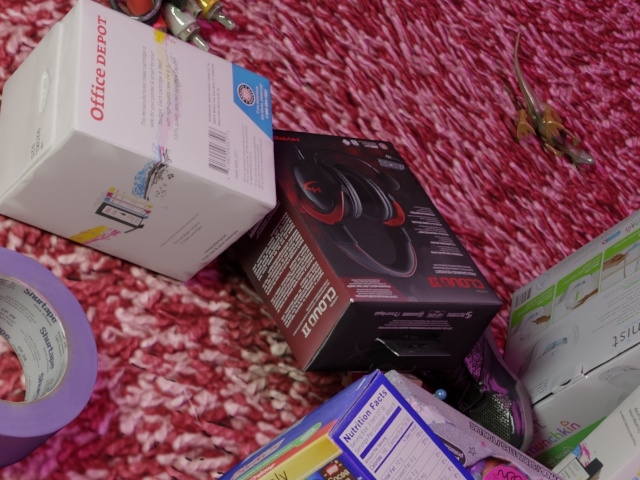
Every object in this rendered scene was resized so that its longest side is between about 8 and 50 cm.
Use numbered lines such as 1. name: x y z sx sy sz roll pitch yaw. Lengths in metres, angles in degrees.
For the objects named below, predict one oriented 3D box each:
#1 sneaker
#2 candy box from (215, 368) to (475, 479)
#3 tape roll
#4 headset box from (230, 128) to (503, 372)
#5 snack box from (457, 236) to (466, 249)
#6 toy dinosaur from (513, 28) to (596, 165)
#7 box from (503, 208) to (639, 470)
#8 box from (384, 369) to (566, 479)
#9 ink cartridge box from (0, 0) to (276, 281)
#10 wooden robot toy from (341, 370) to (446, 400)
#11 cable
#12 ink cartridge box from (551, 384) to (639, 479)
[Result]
1. sneaker: 0.153 0.150 1.851 0.130 0.087 0.228 0 59 -41
2. candy box: 0.047 0.317 1.483 0.317 0.268 0.122 49 36 -3
3. tape roll: -0.299 0.103 1.459 0.189 0.080 0.189 25 46 -30
4. headset box: 0.038 0.020 1.732 0.218 0.110 0.293 3 42 -39
5. snack box: 0.103 -0.005 1.962 0.178 0.022 0.064 27 47 -27
6. toy dinosaur: 0.301 -0.177 2.260 0.211 0.064 0.112 57 21 -9
7. box: 0.340 0.114 1.914 0.126 0.262 0.231 35 42 -20
8. box: 0.109 0.272 1.655 0.247 0.163 0.142 33 45 -21
9. ink cartridge box: -0.187 -0.097 1.641 0.232 0.168 0.171 22 48 -31
10. wooden robot toy: 0.063 0.172 1.730 0.076 0.079 0.173 5 15 -34
11. cable: -0.227 -0.326 1.884 0.139 0.072 0.287 -28 70 -33
12. ink cartridge box: 0.354 0.304 1.759 0.201 0.278 0.117 40 14 -14
